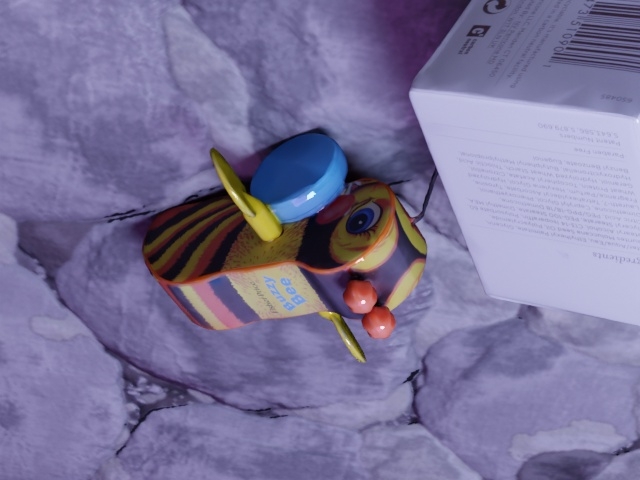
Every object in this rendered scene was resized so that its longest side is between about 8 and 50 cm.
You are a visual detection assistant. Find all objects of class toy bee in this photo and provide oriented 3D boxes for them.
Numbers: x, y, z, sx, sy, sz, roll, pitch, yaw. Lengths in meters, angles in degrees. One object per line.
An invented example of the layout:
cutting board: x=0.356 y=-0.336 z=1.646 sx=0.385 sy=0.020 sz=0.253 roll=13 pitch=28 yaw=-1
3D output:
toy bee: x=0.000 y=0.000 z=1.105 sx=0.195 sy=0.162 sz=0.298 roll=34 pitch=128 yaw=-22

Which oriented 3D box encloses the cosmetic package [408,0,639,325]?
cosmetic package: x=0.172 y=-0.065 z=0.997 sx=0.151 sy=0.151 sz=0.184 roll=11 pitch=141 yaw=34
